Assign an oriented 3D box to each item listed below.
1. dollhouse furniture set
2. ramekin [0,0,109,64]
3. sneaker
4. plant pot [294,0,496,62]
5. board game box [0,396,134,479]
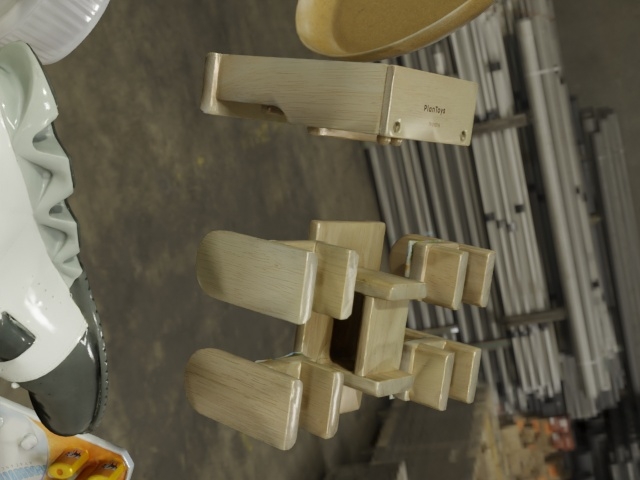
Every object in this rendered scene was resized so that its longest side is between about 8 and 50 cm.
[{"bbox_3d":[0.000,0.000,0.653,0.212,0.161,0.242,-1,101,-50],"label":"dollhouse furniture set"},{"bbox_3d":[-0.444,-0.404,1.492,0.127,0.273,0.272,34,45,-42],"label":"ramekin"},{"bbox_3d":[-0.240,0.029,0.650,0.122,0.146,0.330,43,-34,42],"label":"sneaker"},{"bbox_3d":[0.083,-0.220,0.719,0.032,0.236,0.236,45,35,-36],"label":"plant pot"},{"bbox_3d":[-0.437,0.339,1.038,0.050,0.390,0.389,-47,156,-72],"label":"board game box"}]
